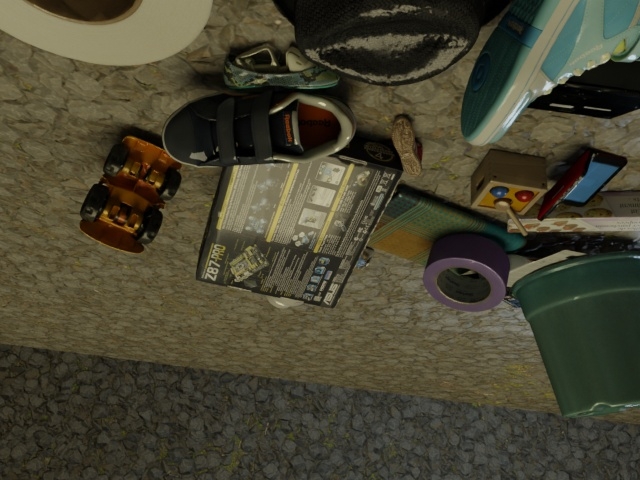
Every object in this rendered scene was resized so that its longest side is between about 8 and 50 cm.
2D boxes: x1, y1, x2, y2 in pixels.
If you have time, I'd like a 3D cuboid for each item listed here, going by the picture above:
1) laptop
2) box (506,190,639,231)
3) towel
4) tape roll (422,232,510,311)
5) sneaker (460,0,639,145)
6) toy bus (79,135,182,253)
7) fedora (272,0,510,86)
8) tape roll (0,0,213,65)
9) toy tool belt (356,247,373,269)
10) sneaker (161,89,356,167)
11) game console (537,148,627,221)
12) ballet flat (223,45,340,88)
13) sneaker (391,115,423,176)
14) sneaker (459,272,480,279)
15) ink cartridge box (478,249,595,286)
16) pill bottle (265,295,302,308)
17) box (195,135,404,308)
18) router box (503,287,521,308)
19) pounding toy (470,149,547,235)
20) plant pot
[{"bbox_3d":[0.390,-0.279,0.927,0.235,0.136,0.264,8,-179,-2],"label":"laptop"},{"bbox_3d":[0.552,-0.059,1.304,0.324,0.067,0.063,0,155,15],"label":"box"},{"bbox_3d":[0.264,-0.014,1.503,0.371,0.040,0.271,19,152,-24],"label":"towel"},{"bbox_3d":[0.339,0.077,1.464,0.189,0.080,0.188,14,141,12],"label":"tape roll"},{"bbox_3d":[0.328,-0.233,0.790,0.208,0.127,0.318,15,127,-16],"label":"sneaker"},{"bbox_3d":[-0.401,-0.105,1.324,0.150,0.220,0.211,26,-178,-24],"label":"toy bus"},{"bbox_3d":[0.083,-0.297,0.793,0.335,0.152,0.334,5,155,2],"label":"fedora"},{"bbox_3d":[-0.322,-0.378,0.811,0.393,0.071,0.392,6,155,3],"label":"tape roll"},{"bbox_3d":[0.105,0.053,1.663,0.052,0.051,0.083,19,153,-25],"label":"toy tool belt"},{"bbox_3d":[-0.100,-0.183,1.023,0.322,0.126,0.127,-9,-163,-5],"label":"sneaker"},{"bbox_3d":[0.492,-0.094,1.189,0.085,0.124,0.144,32,138,4],"label":"game console"},{"bbox_3d":[-0.064,-0.273,0.994,0.189,0.070,0.070,-1,155,6],"label":"ballet flat"},{"bbox_3d":[0.161,-0.182,1.164,0.042,0.067,0.118,-11,120,17],"label":"sneaker"},{"bbox_3d":[0.428,0.109,1.641,0.097,0.084,0.235,-31,166,33],"label":"sneaker"},{"bbox_3d":[0.529,0.053,1.524,0.189,0.066,0.232,8,149,-38],"label":"ink cartridge box"},{"bbox_3d":[-0.067,0.108,1.727,0.131,0.131,0.229,16,153,-20],"label":"pill bottle"},{"bbox_3d":[-0.057,-0.045,1.266,0.319,0.097,0.394,11,130,-14],"label":"box"},{"bbox_3d":[0.567,0.154,1.788,0.123,0.038,0.092,26,148,-37],"label":"router box"},{"bbox_3d":[0.369,-0.090,1.234,0.130,0.100,0.141,9,155,-5],"label":"pounding toy"},{"bbox_3d":[0.670,0.242,1.523,0.342,0.333,0.341,-6,159,-2],"label":"plant pot"}]
